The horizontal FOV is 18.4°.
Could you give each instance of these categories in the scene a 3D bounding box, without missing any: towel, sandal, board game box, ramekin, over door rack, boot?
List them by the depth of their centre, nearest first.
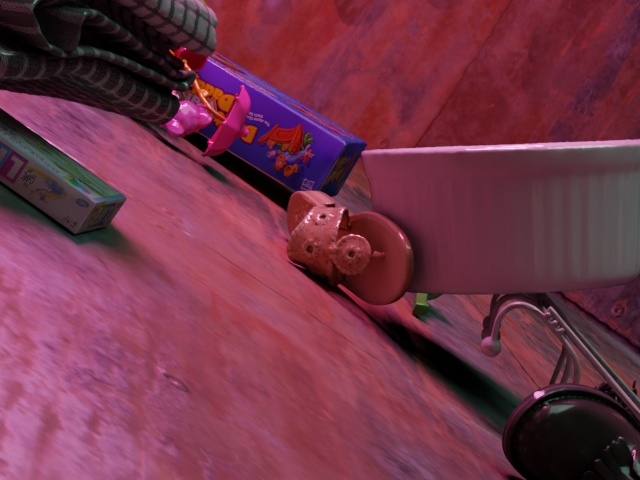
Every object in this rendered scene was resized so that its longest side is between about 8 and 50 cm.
[{"bbox_3d":[-0.210,-0.061,1.340,0.154,0.026,0.103,35,6,3],"label":"board game box"},{"bbox_3d":[-0.244,-0.172,1.410,0.283,0.121,0.235,19,-4,29],"label":"towel"},{"bbox_3d":[0.275,0.222,1.484,0.263,0.091,0.229,34,5,-28],"label":"boot"},{"bbox_3d":[0.277,0.172,1.805,0.324,0.108,0.239,38,6,1],"label":"over door rack"},{"bbox_3d":[0.000,0.006,1.854,0.079,0.088,0.240,-3,16,-24],"label":"sandal"},{"bbox_3d":[0.179,-0.024,1.868,0.277,0.135,0.277,-3,3,0],"label":"ramekin"},{"bbox_3d":[-0.122,-0.169,2.300,0.347,0.078,0.233,31,6,5],"label":"board game box"}]

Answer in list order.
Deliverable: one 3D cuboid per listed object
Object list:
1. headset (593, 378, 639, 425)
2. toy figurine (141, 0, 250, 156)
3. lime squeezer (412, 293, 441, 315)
[{"bbox_3d":[0.466,0.213,2.057,0.394,0.243,0.185,13,-25,34],"label":"headset"},{"bbox_3d":[-0.149,-0.157,2.079,0.173,0.130,0.159,-16,56,-37],"label":"toy figurine"},{"bbox_3d":[0.078,0.025,2.211,0.110,0.059,0.310,-5,27,-25],"label":"lime squeezer"}]
